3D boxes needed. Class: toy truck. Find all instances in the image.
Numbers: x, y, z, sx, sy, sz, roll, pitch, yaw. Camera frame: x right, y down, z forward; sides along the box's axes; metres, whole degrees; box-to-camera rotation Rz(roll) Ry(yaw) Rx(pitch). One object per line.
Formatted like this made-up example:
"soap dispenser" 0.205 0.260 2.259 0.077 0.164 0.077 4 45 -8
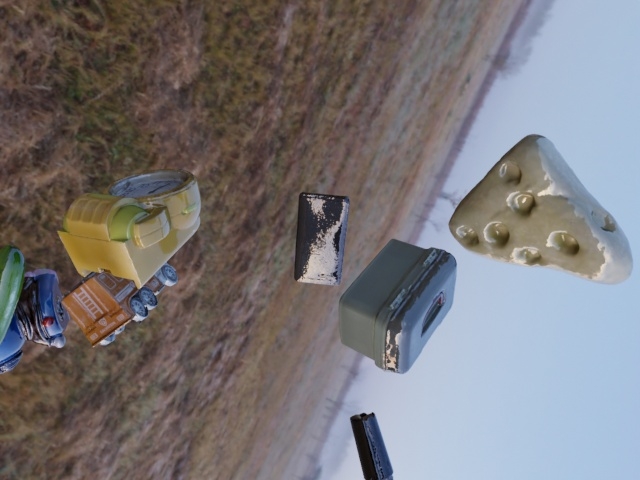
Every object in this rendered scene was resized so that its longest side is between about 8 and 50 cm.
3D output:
"toy truck" -0.593 0.136 1.855 0.173 0.207 0.387 -34 -169 16

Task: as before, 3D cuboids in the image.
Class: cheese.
"cheese" 0.454 -0.013 1.342 0.129 0.351 0.328 -36 176 -40

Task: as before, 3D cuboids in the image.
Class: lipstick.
"lipstick" 0.159 0.634 1.535 0.077 0.077 0.419 21 53 -85

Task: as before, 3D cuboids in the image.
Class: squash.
"squash" -0.760 0.148 1.455 0.082 0.082 0.293 -22 132 -83

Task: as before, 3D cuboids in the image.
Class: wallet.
"wallet" 0.000 0.000 1.530 0.025 0.124 0.244 -77 173 -63

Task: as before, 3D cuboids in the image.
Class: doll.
"doll" -0.885 0.223 1.725 0.240 0.309 0.284 -145 -135 -73

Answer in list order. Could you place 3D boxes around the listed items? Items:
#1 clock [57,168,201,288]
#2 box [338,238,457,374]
"clock" -0.421 -0.055 1.463 0.317 0.244 0.200 -45 138 -49
"box" 0.130 0.103 1.029 0.210 0.129 0.148 -45 145 -38
